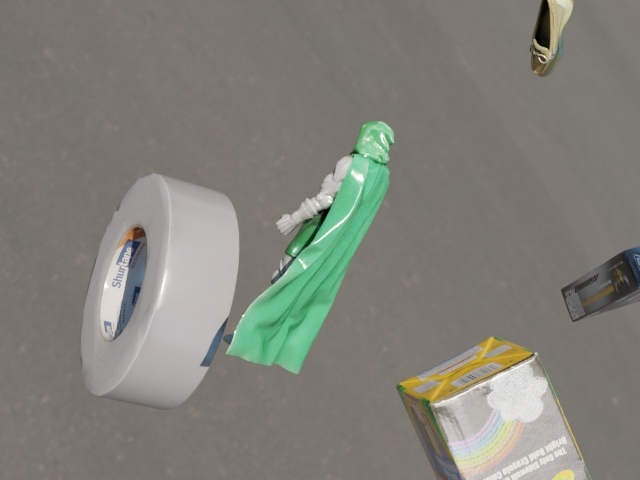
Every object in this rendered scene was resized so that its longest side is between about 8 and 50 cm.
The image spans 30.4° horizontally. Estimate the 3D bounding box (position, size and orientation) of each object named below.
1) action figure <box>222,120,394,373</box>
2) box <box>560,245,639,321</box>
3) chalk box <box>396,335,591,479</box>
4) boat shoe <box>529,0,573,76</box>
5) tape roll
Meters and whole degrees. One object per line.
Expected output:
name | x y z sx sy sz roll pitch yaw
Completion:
action figure | 0.000 0.000 1.026 0.063 0.232 0.137 32 4 23
box | 0.467 0.045 1.663 0.183 0.231 0.056 -14 78 -15
chalk box | 0.194 0.231 1.268 0.213 0.132 0.132 67 -10 -8
boat shoe | 0.357 -0.326 1.874 0.048 0.153 0.056 -17 50 -28
tape roll | -0.158 0.049 1.132 0.072 0.219 0.219 15 46 -27
